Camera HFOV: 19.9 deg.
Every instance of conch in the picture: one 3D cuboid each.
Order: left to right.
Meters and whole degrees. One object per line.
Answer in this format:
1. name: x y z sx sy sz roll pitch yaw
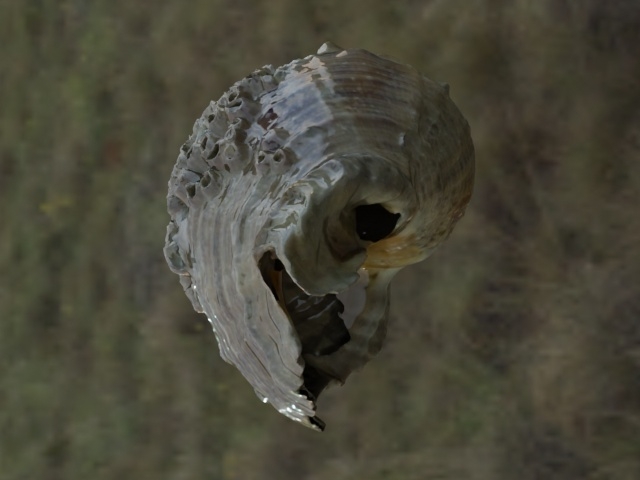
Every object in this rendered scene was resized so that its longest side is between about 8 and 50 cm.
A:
1. conch: 0.000 0.000 0.910 0.245 0.163 0.178 -67 -36 -74
